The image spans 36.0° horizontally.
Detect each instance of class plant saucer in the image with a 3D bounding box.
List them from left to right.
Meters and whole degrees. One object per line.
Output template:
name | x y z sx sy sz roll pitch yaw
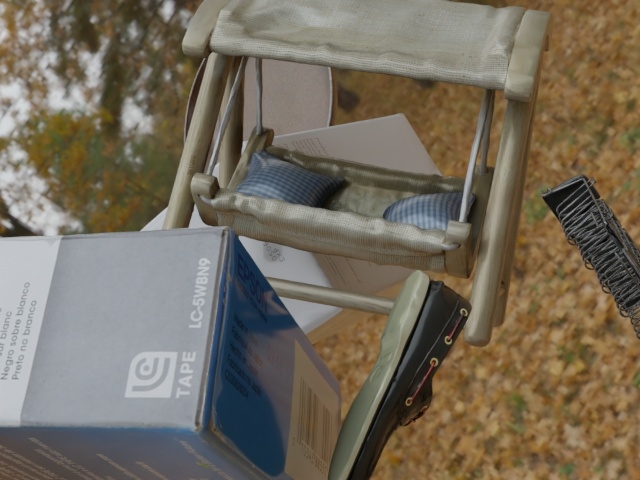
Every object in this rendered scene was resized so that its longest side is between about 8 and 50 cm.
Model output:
plant saucer | -0.079 -0.169 1.374 0.310 0.050 0.311 -10 76 44

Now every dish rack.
dish rack | 0.369 0.029 1.223 0.074 0.208 0.271 -37 9 16

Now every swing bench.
swing bench | 0.030 -0.072 0.752 0.165 0.253 0.255 -3 -78 -76

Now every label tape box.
label tape box | -0.176 0.094 0.567 0.241 0.333 0.106 62 -152 -60

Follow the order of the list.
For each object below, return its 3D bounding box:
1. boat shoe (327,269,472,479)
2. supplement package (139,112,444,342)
boat shoe | 0.044 0.083 0.546 0.133 0.042 0.049 -63 9 -16
supplement package | 0.000 0.000 1.007 0.175 0.178 0.293 -37 -11 34
